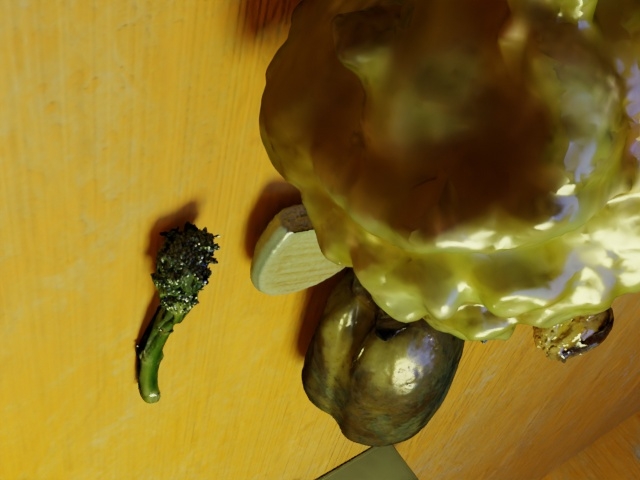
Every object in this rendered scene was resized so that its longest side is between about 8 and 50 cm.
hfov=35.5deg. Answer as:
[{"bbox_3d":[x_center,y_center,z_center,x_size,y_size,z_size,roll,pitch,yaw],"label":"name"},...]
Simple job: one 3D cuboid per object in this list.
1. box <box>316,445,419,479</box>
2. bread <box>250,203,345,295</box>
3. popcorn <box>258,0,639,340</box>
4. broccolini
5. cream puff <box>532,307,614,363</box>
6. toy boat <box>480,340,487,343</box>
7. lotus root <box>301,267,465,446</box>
[{"bbox_3d":[0.030,0.426,1.590,0.225,0.086,0.129,-23,152,-32],"label":"box"},{"bbox_3d":[-0.004,0.003,0.882,0.193,0.036,0.112,-13,150,-50],"label":"bread"},{"bbox_3d":[0.125,-0.096,0.598,0.274,0.279,0.335,27,121,-20],"label":"popcorn"},{"bbox_3d":[-0.127,0.072,0.818,0.051,0.054,0.239,-38,162,-39],"label":"broccolini"},{"bbox_3d":[0.386,0.125,1.547,0.133,0.104,0.119,-30,-173,-3],"label":"cream puff"},{"bbox_3d":[0.256,0.075,1.339,0.141,0.055,0.060,-39,162,2],"label":"toy boat"},{"bbox_3d":[0.068,0.118,1.036,0.160,0.152,0.275,-50,167,-28],"label":"lotus root"}]
